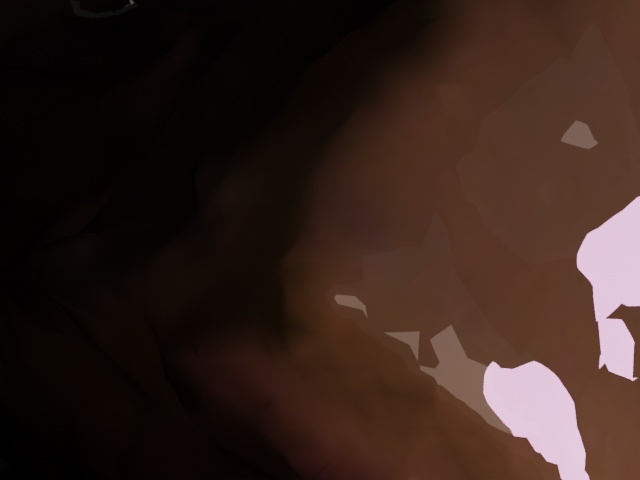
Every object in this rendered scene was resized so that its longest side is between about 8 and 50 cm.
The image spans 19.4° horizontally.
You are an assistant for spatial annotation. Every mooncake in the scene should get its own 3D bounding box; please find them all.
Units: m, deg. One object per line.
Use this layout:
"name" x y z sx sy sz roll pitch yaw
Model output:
"mooncake" 0.000 0.000 0.669 0.246 0.393 0.394 -51 166 -16
